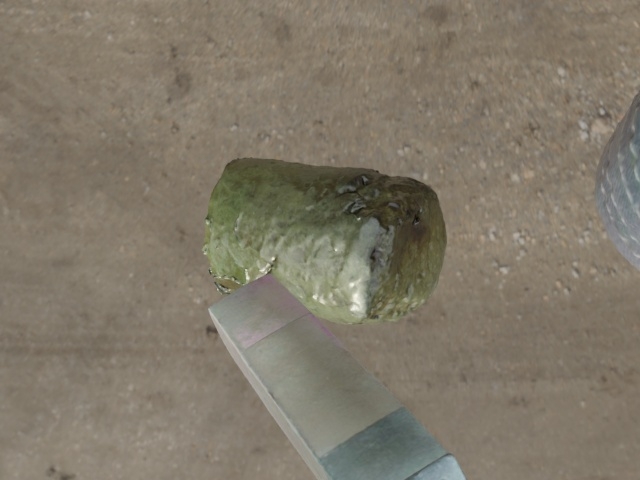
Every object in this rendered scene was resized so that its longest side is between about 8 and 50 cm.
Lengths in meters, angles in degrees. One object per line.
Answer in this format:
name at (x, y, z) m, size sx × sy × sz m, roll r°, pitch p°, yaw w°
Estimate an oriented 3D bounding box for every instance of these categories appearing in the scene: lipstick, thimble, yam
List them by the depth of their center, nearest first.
lipstick at (0.000, 0.113, 0.660) m, size 0.068 × 0.317 × 0.066 m, roll -31°, pitch 117°, yaw -11°
thimble at (0.396, -0.076, 0.919) m, size 0.205 × 0.236 × 0.172 m, roll 18°, pitch 158°, yaw 7°
yam at (0.000, 0.000, 1.168) m, size 0.300 × 0.195 × 0.195 m, roll 9°, pitch 125°, yaw 37°
